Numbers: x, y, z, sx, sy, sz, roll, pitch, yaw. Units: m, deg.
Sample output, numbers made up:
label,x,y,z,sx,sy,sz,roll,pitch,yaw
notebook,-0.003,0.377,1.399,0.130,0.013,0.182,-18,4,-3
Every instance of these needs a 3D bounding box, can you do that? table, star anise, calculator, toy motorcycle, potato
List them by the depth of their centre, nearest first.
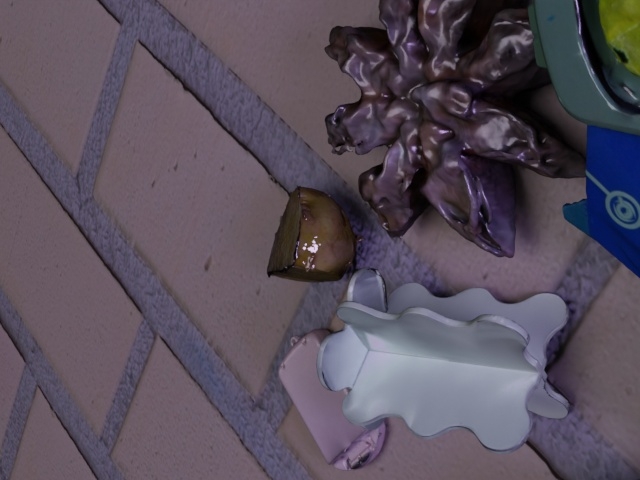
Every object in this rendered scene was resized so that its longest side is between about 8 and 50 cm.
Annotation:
label,x,y,z,sx,sy,sz,roll,pitch,yaw
toy motorcycle,0.267,-0.082,0.708,0.200,0.191,0.326,9,117,48
star anise,0.113,-0.139,0.888,0.332,0.118,0.331,9,105,39
table,0.124,0.113,0.900,0.198,0.166,0.166,2,98,38
potato,0.000,0.000,1.071,0.172,0.089,0.100,143,136,-76
calculator,0.010,0.183,1.107,0.100,0.032,0.175,-50,61,38
